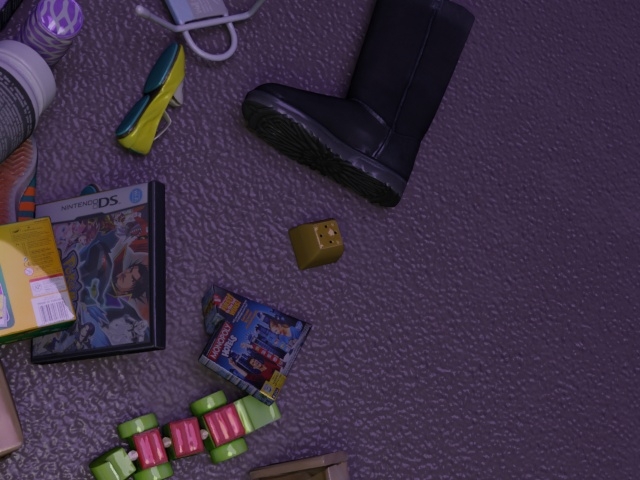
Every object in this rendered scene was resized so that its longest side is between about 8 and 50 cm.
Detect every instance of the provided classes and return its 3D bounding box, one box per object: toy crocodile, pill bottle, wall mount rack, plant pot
[{"bbox_3d":[-0.220,0.327,1.709,0.340,0.105,0.115,-15,81,-25],"label":"toy crocodile"},{"bbox_3d":[-0.553,-0.192,1.636,0.161,0.161,0.283,38,44,-7],"label":"pill bottle"},{"bbox_3d":[-0.272,-0.503,1.901,0.304,0.130,0.350,-20,80,-37],"label":"wall mount rack"},{"bbox_3d":[0.000,0.000,1.906,0.081,0.083,0.081,-12,80,-24],"label":"plant pot"}]

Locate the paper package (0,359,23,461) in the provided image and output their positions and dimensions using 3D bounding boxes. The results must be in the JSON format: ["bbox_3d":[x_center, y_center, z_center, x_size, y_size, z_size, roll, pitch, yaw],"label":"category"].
[{"bbox_3d":[-0.640,0.218,1.540,0.309,0.168,0.325,-18,83,-25],"label":"paper package"}]

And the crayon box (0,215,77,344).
[{"bbox_3d":[-0.514,0.076,1.494,0.278,0.081,0.165,-13,79,-25],"label":"crayon box"}]

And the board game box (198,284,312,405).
[{"bbox_3d":[-0.136,0.174,1.786,0.194,0.060,0.194,33,42,-3],"label":"board game box"}]

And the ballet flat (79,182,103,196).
[{"bbox_3d":[-0.372,0.027,1.761,0.086,0.086,0.248,3,75,-21],"label":"ballet flat"}]

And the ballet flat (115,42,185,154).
[{"bbox_3d":[-0.294,-0.253,1.877,0.077,0.077,0.231,40,61,-30],"label":"ballet flat"}]

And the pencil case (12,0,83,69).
[{"bbox_3d":[-0.475,-0.345,1.758,0.086,0.206,0.088,23,64,-29],"label":"pencil case"}]

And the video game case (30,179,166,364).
[{"bbox_3d":[-0.364,0.054,1.679,0.035,0.248,0.275,27,57,-61],"label":"video game case"}]

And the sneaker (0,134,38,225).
[{"bbox_3d":[-0.528,-0.049,1.709,0.108,0.121,0.302,3,53,-5],"label":"sneaker"}]

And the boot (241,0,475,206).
[{"bbox_3d":[0.083,-0.341,2.002,0.367,0.146,0.445,32,69,-21],"label":"boot"}]

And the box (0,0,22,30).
[{"bbox_3d":[-0.570,-0.501,1.797,0.153,0.108,0.207,31,76,-10],"label":"box"}]

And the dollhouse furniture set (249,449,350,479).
[{"bbox_3d":[-0.113,0.489,1.578,0.394,0.362,0.256,1,73,-51],"label":"dollhouse furniture set"}]
